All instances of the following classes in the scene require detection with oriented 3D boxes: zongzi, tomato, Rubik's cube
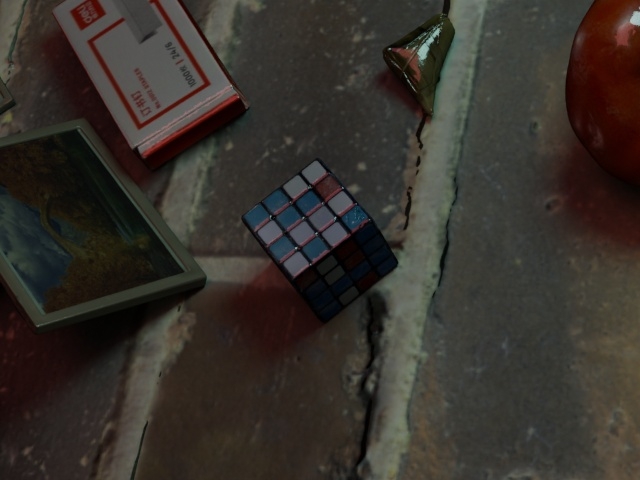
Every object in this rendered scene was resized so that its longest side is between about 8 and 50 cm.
[{"bbox_3d":[0.111,-0.169,1.739,0.076,0.040,0.083,-35,69,-8],"label":"zongzi"},{"bbox_3d":[0.290,-0.139,1.583,0.187,0.151,0.187,-1,97,-8],"label":"tomato"},{"bbox_3d":[0.000,0.000,1.655,0.092,0.092,0.092,-39,57,-2],"label":"Rubik's cube"}]

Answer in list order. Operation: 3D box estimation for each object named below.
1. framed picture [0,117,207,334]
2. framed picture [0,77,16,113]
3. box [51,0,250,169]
[{"bbox_3d":[-0.248,-0.020,1.742,0.184,0.016,0.250,-16,50,-31],"label":"framed picture"},{"bbox_3d":[-0.398,-0.166,1.936,0.109,0.011,0.149,-35,57,0],"label":"framed picture"},{"bbox_3d":[-0.172,-0.181,1.838,0.123,0.050,0.229,-33,57,2],"label":"box"}]
